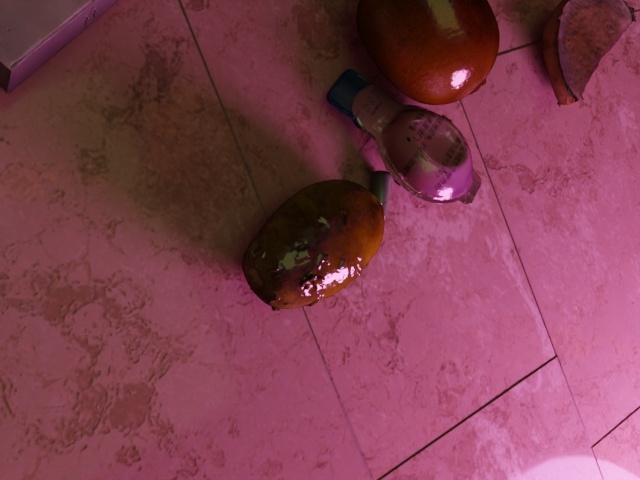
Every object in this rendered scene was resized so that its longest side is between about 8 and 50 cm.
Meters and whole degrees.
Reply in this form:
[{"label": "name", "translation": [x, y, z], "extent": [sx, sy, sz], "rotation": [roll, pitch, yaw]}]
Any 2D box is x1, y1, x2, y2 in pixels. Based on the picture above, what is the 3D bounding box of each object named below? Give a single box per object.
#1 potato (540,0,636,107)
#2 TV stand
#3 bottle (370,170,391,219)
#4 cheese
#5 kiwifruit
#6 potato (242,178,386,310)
[{"label": "potato", "translation": [0.470, -0.373, 1.223], "extent": [0.138, 0.098, 0.243], "rotation": [42, 72, -13]}, {"label": "TV stand", "translation": [-0.315, -0.308, 0.801], "extent": [0.088, 0.082, 0.269], "rotation": [45, 66, -13]}, {"label": "bottle", "translation": [0.091, -0.066, 1.011], "extent": [0.030, 0.030, 0.083], "rotation": [15, 77, -26]}, {"label": "cheese", "translation": [0.138, -0.161, 1.020], "extent": [0.286, 0.074, 0.189], "rotation": [36, 52, -7]}, {"label": "kiwifruit", "translation": [0.170, -0.320, 1.002], "extent": [0.234, 0.196, 0.196], "rotation": [43, 66, -14]}, {"label": "potato", "translation": [0.000, 0.000, 0.906], "extent": [0.251, 0.113, 0.149], "rotation": [-31, 99, -28]}]
